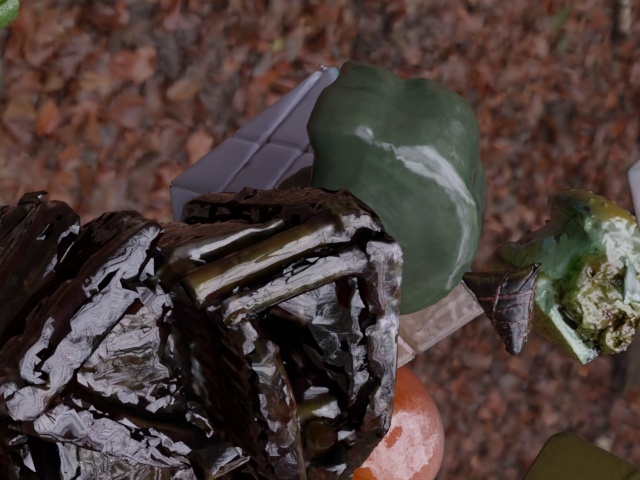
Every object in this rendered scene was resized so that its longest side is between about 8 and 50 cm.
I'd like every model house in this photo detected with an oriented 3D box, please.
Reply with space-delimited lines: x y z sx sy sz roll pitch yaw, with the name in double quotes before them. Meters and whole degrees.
"model house" -0.136 0.117 0.728 0.283 0.317 0.297 -11 101 -27

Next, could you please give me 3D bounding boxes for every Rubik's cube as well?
"Rubik's cube" 0.000 0.000 1.259 0.221 0.231 0.224 -35 123 13

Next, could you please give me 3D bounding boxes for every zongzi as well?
"zongzi" 0.175 0.047 1.101 0.083 0.073 0.067 53 31 -15

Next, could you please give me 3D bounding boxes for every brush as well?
"brush" 0.203 0.269 1.026 0.059 0.123 0.197 37 83 -39

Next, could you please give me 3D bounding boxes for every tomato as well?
"tomato" 0.075 0.305 1.940 0.224 0.256 0.255 -19 134 -13

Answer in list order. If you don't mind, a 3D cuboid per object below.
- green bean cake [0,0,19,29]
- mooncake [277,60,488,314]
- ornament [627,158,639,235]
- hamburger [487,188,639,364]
"green bean cake" -0.473 -0.356 1.422 0.125 0.248 0.222 -48 155 -32
"mooncake" 0.030 -0.034 0.828 0.168 0.175 0.104 44 38 -31
"ornament" 0.455 -0.006 1.113 0.239 0.240 0.239 -37 117 -44
"hamburger" 0.326 0.030 1.595 0.168 0.288 0.192 -38 112 -5
